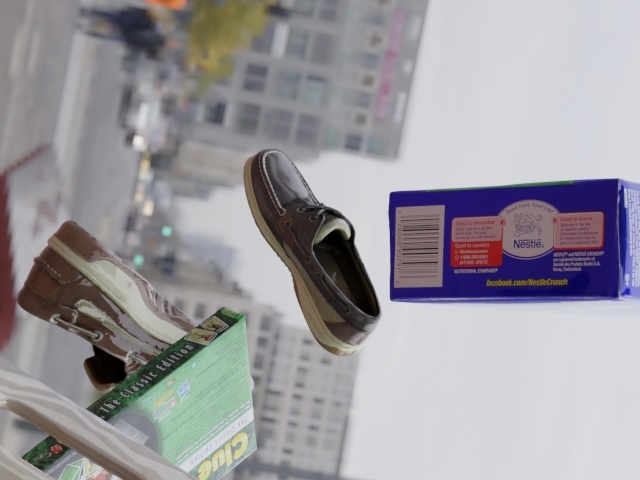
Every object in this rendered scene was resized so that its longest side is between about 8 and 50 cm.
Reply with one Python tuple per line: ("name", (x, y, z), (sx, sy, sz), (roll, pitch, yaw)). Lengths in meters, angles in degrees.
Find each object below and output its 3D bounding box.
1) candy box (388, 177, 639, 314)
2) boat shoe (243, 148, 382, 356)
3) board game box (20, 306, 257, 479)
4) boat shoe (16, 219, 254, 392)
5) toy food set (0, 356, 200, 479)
("candy box", (0.266, 0.013, 1.808), (0.268, 0.317, 0.122), (-2, -97, 39))
("boat shoe", (0.000, 0.000, 1.188), (0.049, 0.056, 0.152), (-41, -110, 40))
("board game box", (-0.142, 0.169, 1.350), (0.259, 0.030, 0.136), (-36, 133, -41))
("boat shoe", (-0.161, 0.085, 1.520), (0.095, 0.257, 0.095), (-51, -141, -6))
("toy food set", (-0.173, 0.189, 0.768), (0.306, 0.219, 0.092), (-55, -174, 25))
